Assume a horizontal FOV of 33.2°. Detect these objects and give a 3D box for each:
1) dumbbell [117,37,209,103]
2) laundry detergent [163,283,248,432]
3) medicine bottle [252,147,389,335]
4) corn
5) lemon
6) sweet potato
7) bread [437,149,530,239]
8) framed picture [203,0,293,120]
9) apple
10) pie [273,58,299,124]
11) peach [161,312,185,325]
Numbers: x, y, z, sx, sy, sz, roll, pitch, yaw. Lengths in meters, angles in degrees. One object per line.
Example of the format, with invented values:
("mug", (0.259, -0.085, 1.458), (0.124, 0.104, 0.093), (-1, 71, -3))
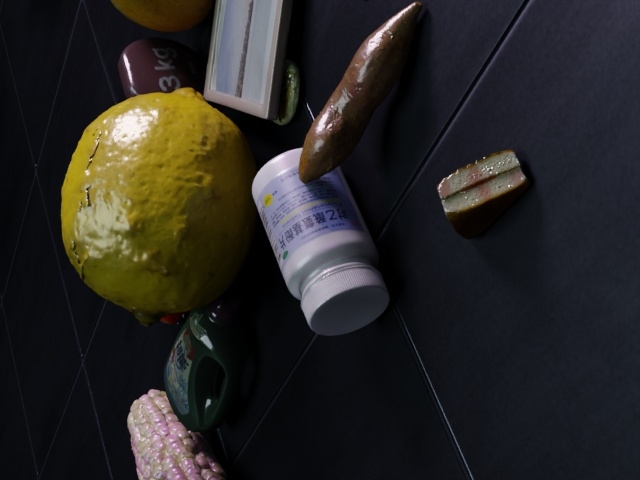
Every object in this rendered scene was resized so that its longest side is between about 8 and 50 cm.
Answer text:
("dumbbell", (-0.250, -0.176, 1.559), (0.225, 0.124, 0.140), (-56, 44, 47))
("laundry detergent", (-0.143, 0.152, 1.443), (0.222, 0.078, 0.144), (-60, 44, 41))
("medicine bottle", (0.000, 0.000, 1.140), (0.103, 0.102, 0.187), (-60, 42, 44))
("corn", (-0.195, 0.334, 1.503), (0.335, 0.126, 0.127), (45, 130, 51))
("lemon", (-0.199, -0.046, 1.349), (0.260, 0.260, 0.284), (19, 113, 59))
("sweet potato", (0.040, -0.149, 1.088), (0.218, 0.051, 0.065), (-57, 8, 19))
("bread", (0.130, -0.037, 0.946), (0.109, 0.062, 0.043), (-54, 48, 53))
("framed picture", (-0.084, -0.306, 1.333), (0.213, 0.016, 0.289), (27, 111, 59))
("apple", (-0.220, -0.374, 1.457), (0.182, 0.155, 0.183), (11, 103, 58))
("pie", (-0.047, -0.179, 1.295), (0.084, 0.021, 0.084), (8, 99, 62))
("peach", (-0.237, 0.081, 1.619), (0.098, 0.061, 0.098), (-176, 90, -65))
